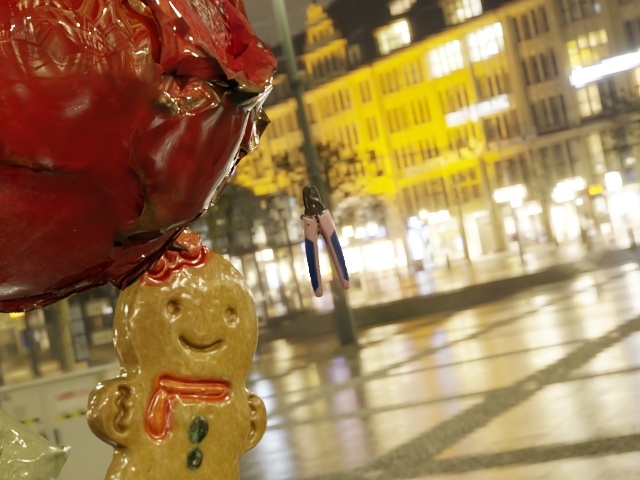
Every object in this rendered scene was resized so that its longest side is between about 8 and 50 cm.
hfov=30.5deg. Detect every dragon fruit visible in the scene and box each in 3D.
[{"bbox_3d":[-0.177,-0.107,0.687,0.302,0.295,0.296,-26,-10,35],"label":"dragon fruit"}]

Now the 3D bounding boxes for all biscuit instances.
[{"bbox_3d":[-0.098,0.105,0.866,0.036,0.225,0.166,-4,-15,43],"label":"biscuit"}]

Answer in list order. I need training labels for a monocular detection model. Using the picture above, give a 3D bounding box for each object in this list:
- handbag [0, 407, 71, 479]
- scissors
[{"bbox_3d":[-0.490,0.298,1.533,0.109,0.253,0.316,-23,-53,37],"label":"handbag"},{"bbox_3d":[0.000,0.000,1.143,0.039,0.113,0.012,-17,18,-8],"label":"scissors"}]
